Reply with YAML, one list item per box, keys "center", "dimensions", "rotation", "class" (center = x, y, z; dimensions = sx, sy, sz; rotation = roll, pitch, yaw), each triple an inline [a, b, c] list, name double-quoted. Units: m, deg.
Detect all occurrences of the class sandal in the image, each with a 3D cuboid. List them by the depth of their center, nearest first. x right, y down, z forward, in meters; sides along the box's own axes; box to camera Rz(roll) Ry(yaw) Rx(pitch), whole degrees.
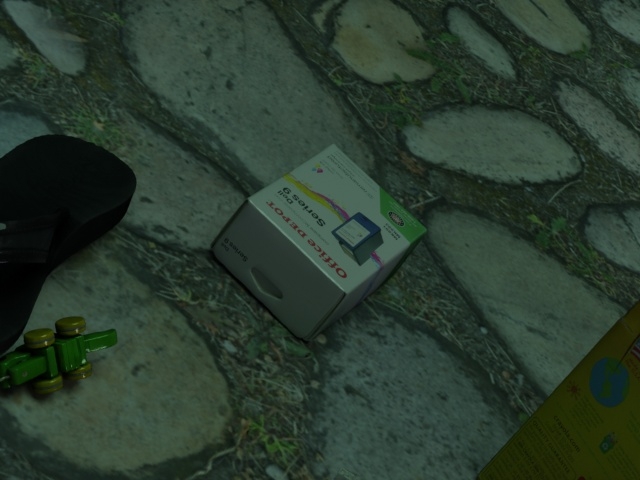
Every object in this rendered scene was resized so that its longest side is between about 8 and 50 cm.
- center: [-0.308, -0.023, 1.810]
  dimensions: [0.167, 0.107, 0.446]
  rotation: [24, 30, 5]
  class: "sandal"

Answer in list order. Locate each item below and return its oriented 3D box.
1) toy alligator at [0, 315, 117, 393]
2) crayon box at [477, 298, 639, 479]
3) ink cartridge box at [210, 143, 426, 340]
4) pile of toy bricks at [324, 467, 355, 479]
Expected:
- center: [-0.271, 0.113, 1.763]
  dimensions: [0.051, 0.056, 0.189]
  rotation: [5, 19, 41]
  class: "toy alligator"
- center: [0.321, 0.220, 1.932]
  dimensions: [0.081, 0.318, 0.202]
  rotation: [-2, 50, -44]
  class: "crayon box"
- center: [0.000, 0.000, 2.110]
  dimensions: [0.154, 0.093, 0.212]
  rotation: [43, 35, 8]
  class: "ink cartridge box"
- center: [0.065, 0.321, 1.769]
  dimensions: [0.212, 0.105, 0.118]
  rotation: [33, 17, 7]
  class: "pile of toy bricks"
